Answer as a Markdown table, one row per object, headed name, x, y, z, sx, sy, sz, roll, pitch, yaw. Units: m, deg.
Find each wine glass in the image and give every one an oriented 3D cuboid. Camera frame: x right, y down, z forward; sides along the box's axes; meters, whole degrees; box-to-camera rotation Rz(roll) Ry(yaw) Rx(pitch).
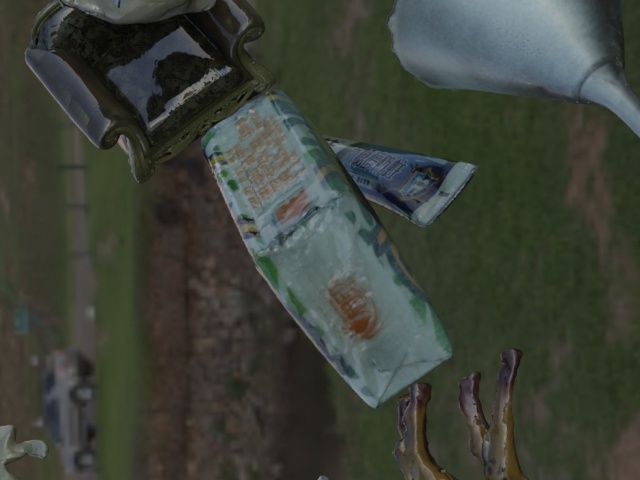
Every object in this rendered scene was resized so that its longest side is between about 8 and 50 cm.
| name | x | y | z | sx | sy | sz | roll | pitch | yaw |
| --- | --- | --- | --- | --- | --- | --- | --- | --- | --- |
| wine glass | 0.152 | -0.069 | 0.698 | 0.232 | 0.156 | 0.156 | 56 | 151 | 36 |

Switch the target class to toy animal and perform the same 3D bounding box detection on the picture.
| name | x | y | z | sx | sy | sz | roll | pitch | yaw |
| --- | --- | --- | --- | --- | --- | --- | --- | --- | --- |
| toy animal | 0.156 | 0.194 | 1.015 | 0.275 | 0.149 | 0.054 | 49 | -169 | 32 |

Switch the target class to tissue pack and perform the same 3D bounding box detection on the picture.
| name | x | y | z | sx | sy | sz | roll | pitch | yaw |
| --- | --- | --- | --- | --- | --- | --- | --- | --- | --- |
| tissue pack | 0.000 | 0.000 | 1.432 | 0.228 | 0.128 | 0.311 | 53 | -176 | -28 |

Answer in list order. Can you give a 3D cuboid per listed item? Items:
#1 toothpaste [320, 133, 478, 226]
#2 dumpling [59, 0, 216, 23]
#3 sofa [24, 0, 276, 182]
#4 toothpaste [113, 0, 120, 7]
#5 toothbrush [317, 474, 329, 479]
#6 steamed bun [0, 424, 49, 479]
| name | x | y | z | sx | sy | sz | roll | pitch | yaw |
| --- | --- | --- | --- | --- | --- | --- | --- | --- | --- |
| toothpaste | 0.051 | -0.087 | 1.719 | 0.061 | 0.099 | 0.392 | 48 | 165 | -29 |
| dumpling | -0.211 | -0.317 | 1.609 | 0.118 | 0.199 | 0.136 | 6 | 94 | 59 |
| sofa | -0.210 | -0.232 | 1.704 | 0.200 | 0.258 | 0.182 | 50 | 172 | 25 |
| toothpaste | -0.198 | -0.258 | 1.138 | 0.170 | 0.028 | 0.045 | 53 | 136 | 34 |
| toothbrush | 0.011 | 0.349 | 1.574 | 0.288 | 0.024 | 0.021 | -94 | 25 | -68 |
| steamed bun | -0.368 | 0.195 | 0.877 | 0.290 | 0.272 | 0.273 | 5 | 67 | 39 |
